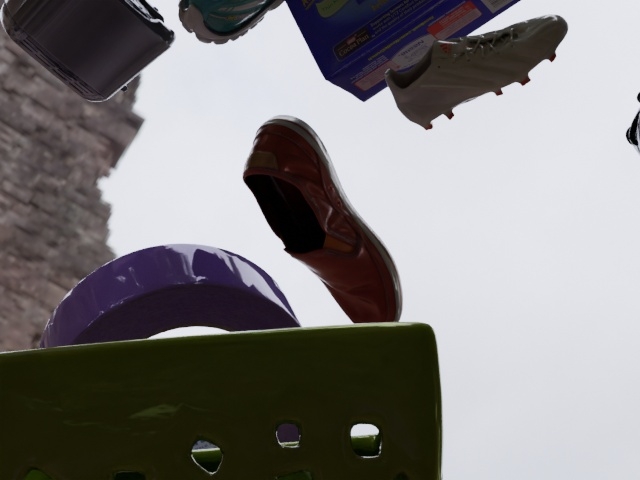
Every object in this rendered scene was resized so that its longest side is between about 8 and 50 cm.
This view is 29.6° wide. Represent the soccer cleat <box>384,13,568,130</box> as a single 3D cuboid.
[{"bbox_3d":[0.152,-0.178,1.207,0.196,0.068,0.076,-27,-64,31],"label":"soccer cleat"}]

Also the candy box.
[{"bbox_3d":[0.073,-0.373,1.453,0.268,0.317,0.122,-31,-21,18],"label":"candy box"}]

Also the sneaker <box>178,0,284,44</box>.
[{"bbox_3d":[-0.040,-0.316,1.270,0.107,0.275,0.110,37,-22,4],"label":"sneaker"}]

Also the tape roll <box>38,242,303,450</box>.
[{"bbox_3d":[-0.143,0.143,1.215,0.274,0.090,0.275,-8,-62,-14],"label":"tape roll"}]

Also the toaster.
[{"bbox_3d":[-0.309,-0.288,1.568,0.146,0.129,0.227,-45,-52,6],"label":"toaster"}]

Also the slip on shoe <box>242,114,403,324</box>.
[{"bbox_3d":[0.000,0.000,1.522,0.123,0.101,0.331,-3,-51,39],"label":"slip on shoe"}]

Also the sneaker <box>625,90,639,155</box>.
[{"bbox_3d":[0.368,-0.099,1.249,0.139,0.125,0.341,29,8,28],"label":"sneaker"}]

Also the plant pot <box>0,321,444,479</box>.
[{"bbox_3d":[-0.046,0.180,0.626,0.228,0.207,0.227,-5,-24,-3],"label":"plant pot"}]
